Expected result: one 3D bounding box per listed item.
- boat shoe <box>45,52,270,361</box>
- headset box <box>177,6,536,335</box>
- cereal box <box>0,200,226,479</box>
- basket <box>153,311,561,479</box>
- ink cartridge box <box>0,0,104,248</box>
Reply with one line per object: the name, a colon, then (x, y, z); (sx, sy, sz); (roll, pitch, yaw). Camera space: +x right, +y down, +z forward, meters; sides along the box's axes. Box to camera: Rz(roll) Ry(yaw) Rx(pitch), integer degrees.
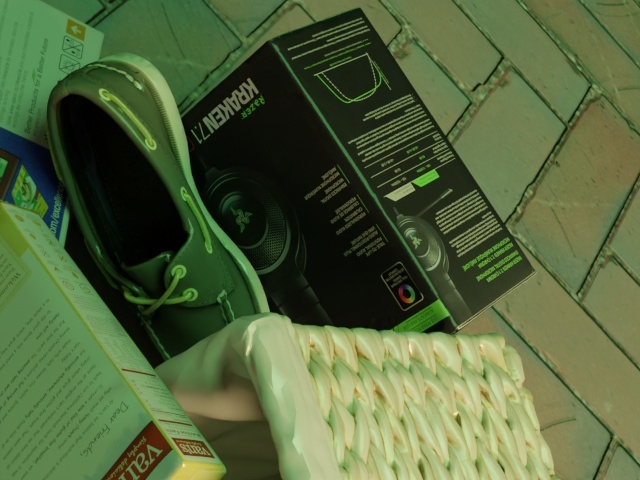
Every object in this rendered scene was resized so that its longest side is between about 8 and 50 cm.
boat shoe: (-0.129, 0.006, 1.164); (0.305, 0.109, 0.091); (68, 25, -9)
headset box: (0.000, 0.000, 1.222); (0.131, 0.246, 0.283); (-30, 86, -49)
cereal box: (-0.181, 0.115, 0.913); (0.240, 0.173, 0.047); (49, 16, 32)
basket: (-0.015, 0.257, 0.985); (0.266, 0.331, 0.328); (4, 61, -47)
ink cartridge box: (-0.327, -0.104, 1.133); (0.307, 0.072, 0.304); (25, 51, -26)
